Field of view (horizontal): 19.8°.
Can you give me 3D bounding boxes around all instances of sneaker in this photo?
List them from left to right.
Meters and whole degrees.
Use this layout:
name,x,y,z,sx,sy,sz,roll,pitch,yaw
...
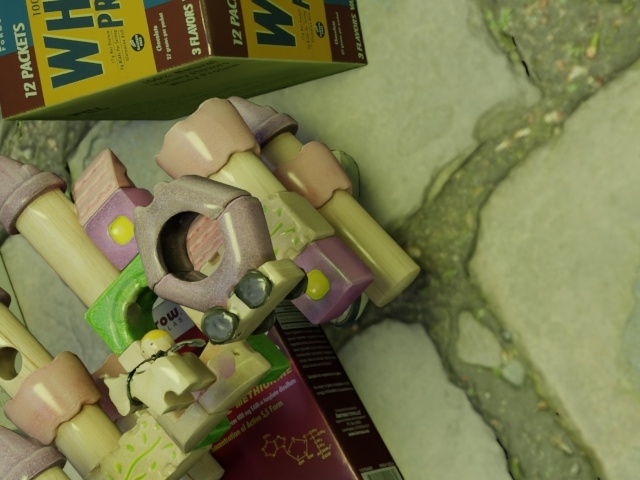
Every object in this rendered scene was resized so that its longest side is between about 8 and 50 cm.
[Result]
name,x,y,z,sx,sy,sz,roll,pitch,yaw
sneaker,0.000,0.000,1.387,0.052,0.058,0.135,-9,89,33

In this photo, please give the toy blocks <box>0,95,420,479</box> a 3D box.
name,x,y,z,sx,sy,sz,roll,pitch,yaw
toy blocks,-0.140,0.019,1.245,0.288,0.309,0.260,-46,77,16

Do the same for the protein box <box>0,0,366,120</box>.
name,x,y,z,sx,sy,sz,roll,pitch,yaw
protein box,-0.110,-0.175,1.362,0.200,0.201,0.136,-13,86,33

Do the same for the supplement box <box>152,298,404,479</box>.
name,x,y,z,sx,sy,sz,roll,pitch,yaw
supplement box,-0.040,0.139,1.408,0.130,0.073,0.239,-36,73,23

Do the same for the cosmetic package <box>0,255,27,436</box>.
name,x,y,z,sx,sy,sz,roll,pitch,yaw
cosmetic package,-0.349,0.104,1.566,0.151,0.151,0.183,-29,77,30
